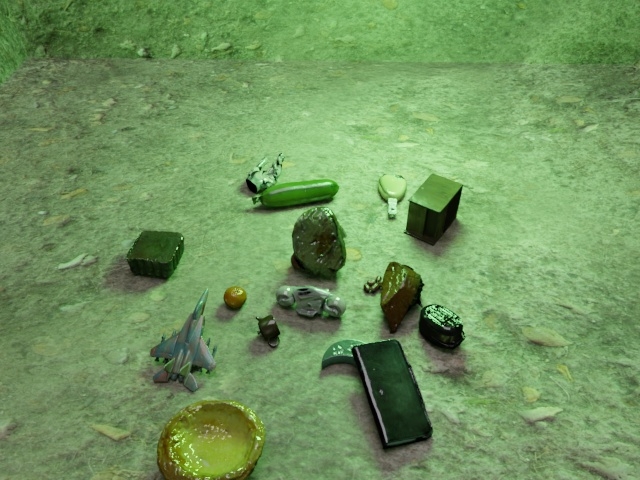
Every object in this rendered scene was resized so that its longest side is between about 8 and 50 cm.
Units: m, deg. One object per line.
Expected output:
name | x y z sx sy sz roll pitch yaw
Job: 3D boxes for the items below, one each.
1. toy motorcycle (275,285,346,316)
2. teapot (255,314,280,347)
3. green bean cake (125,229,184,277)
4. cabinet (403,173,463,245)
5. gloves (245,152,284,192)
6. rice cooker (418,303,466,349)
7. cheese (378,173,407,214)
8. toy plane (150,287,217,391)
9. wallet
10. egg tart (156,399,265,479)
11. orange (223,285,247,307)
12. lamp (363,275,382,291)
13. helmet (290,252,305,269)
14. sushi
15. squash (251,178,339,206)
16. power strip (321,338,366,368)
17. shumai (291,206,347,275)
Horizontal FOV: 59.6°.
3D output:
toy motorcycle | -0.034 0.199 1.927 0.254 0.113 0.112 11 43 13
teapot | -0.175 0.299 1.849 0.068 0.076 0.121 -25 77 -11
green bean cake | -0.612 0.052 2.099 0.181 0.094 0.173 5 42 6
cabinet | 0.446 -0.128 2.237 0.148 0.175 0.215 25 48 25
gloves | -0.231 -0.301 2.483 0.212 0.111 0.127 -36 29 -30
rice cooker | 0.397 0.282 1.841 0.112 0.107 0.165 -26 38 -31
cheese | 0.307 -0.192 2.399 0.127 0.054 0.252 4 43 4
toy plane | -0.412 0.308 1.791 0.222 0.104 0.327 11 59 11
wallet | 0.212 0.446 1.662 0.172 0.045 0.318 -7 53 -17
egg tart | -0.294 0.567 1.516 0.293 0.123 0.294 1 38 0
orange | -0.299 0.197 1.957 0.083 0.070 0.083 3 42 -3
lamp | 0.196 0.163 2.026 0.083 0.031 0.063 -20 44 -16
helmet | -0.085 0.082 2.099 0.065 0.049 0.084 14 52 -45
sushi | 0.293 0.177 1.938 0.149 0.140 0.287 -22 35 28
squash | -0.105 -0.202 2.377 0.378 0.101 0.101 -11 43 -10
power strip | 0.119 0.382 1.773 0.215 0.044 0.137 14 43 16
shumai | 0.000 0.000 2.098 0.188 0.256 0.218 -10 6 9
